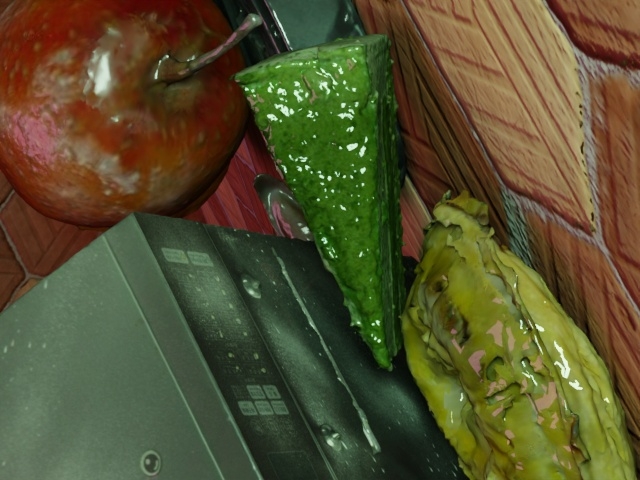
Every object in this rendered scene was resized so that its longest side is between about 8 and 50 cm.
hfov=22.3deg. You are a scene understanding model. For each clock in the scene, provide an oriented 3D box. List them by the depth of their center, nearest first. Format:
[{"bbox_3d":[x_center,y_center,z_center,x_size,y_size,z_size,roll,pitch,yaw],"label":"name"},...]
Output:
[{"bbox_3d":[-0.027,-0.164,1.348,0.319,0.066,0.319,62,171,17],"label":"clock"}]

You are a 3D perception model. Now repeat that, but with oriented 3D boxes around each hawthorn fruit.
[{"bbox_3d":[-0.180,-0.124,1.355,0.231,0.235,0.263,35,-178,10],"label":"hawthorn fruit"}]

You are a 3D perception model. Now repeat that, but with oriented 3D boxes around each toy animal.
[{"bbox_3d":[0.000,0.000,1.633,0.188,0.089,0.179,51,-174,-6],"label":"toy animal"}]

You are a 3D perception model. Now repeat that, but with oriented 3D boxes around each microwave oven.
[{"bbox_3d":[-0.085,0.182,1.259,0.432,0.374,0.236,11,-135,-60],"label":"microwave oven"}]

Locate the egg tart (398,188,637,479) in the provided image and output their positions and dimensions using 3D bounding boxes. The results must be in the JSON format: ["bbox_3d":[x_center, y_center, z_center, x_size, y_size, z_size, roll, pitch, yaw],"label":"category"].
[{"bbox_3d":[0.125,0.102,1.108,0.279,0.095,0.279,61,173,13],"label":"egg tart"}]

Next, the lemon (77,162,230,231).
[{"bbox_3d":[-0.239,-0.165,2.015,0.285,0.285,0.316,81,-156,-65],"label":"lemon"}]

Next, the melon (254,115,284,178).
[{"bbox_3d":[-0.044,-0.152,1.556,0.182,0.054,0.098,62,166,7],"label":"melon"}]

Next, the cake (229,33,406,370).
[{"bbox_3d":[0.037,-0.031,1.134,0.235,0.099,0.100,65,-164,-7],"label":"cake"}]
